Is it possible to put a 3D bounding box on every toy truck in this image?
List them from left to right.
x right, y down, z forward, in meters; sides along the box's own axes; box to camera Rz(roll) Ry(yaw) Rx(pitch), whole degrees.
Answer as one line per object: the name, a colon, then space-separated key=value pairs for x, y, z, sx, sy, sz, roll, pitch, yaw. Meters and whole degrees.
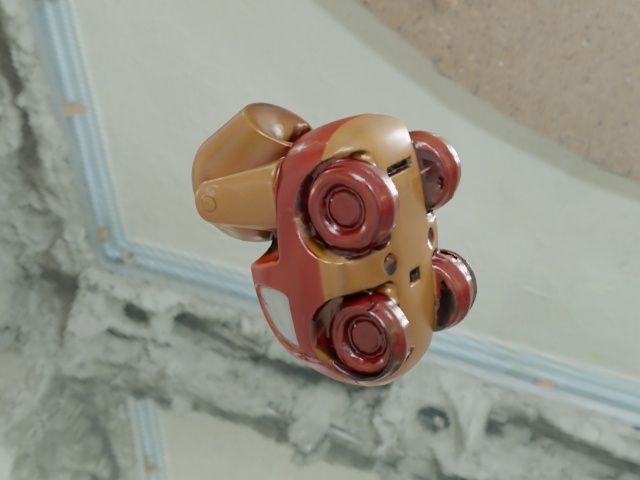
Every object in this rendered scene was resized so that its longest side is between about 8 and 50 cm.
toy truck: x=0.000 y=0.000 z=1.121 sx=0.239 sy=0.189 sz=0.264 roll=-1 pitch=-75 yaw=32
